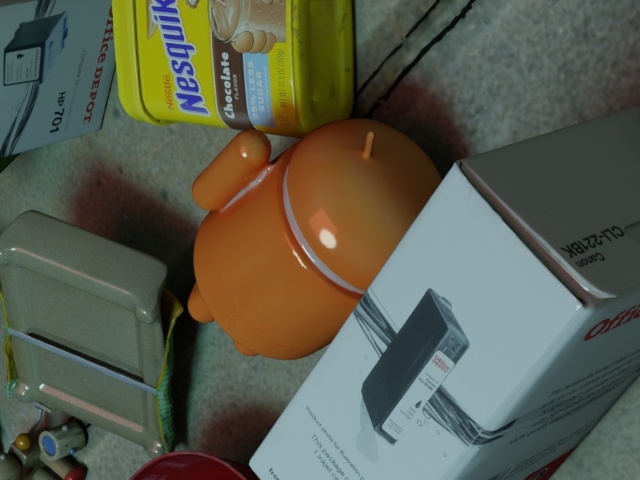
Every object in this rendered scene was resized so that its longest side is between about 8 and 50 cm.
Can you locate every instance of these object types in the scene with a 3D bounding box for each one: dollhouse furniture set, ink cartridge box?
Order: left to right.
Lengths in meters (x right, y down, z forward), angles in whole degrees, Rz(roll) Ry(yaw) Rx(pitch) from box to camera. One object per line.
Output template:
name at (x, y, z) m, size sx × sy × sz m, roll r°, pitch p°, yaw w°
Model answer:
ink cartridge box at (-0.245, -0.139, 1.261) m, size 0.082 × 0.190 × 0.139 m, roll 35°, pitch 124°, yaw 28°
dollhouse furniture set at (-0.217, 0.020, 1.374) m, size 0.301 × 0.151 × 0.197 m, roll 21°, pitch 139°, yaw 18°
ink cartridge box at (0.108, 0.063, 0.997) m, size 0.114 × 0.197 × 0.273 m, roll 49°, pitch 130°, yaw 20°

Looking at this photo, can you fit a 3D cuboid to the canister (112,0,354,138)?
canister at (-0.061, -0.138, 1.177) m, size 0.170 × 0.073 × 0.126 m, roll 10°, pitch 110°, yaw 38°

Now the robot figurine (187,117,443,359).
robot figurine at (0.002, 0.001, 1.127) m, size 0.219 × 0.128 × 0.158 m, roll -36°, pitch 76°, yaw 43°

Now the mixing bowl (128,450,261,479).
mixing bowl at (-0.065, 0.244, 1.267) m, size 0.181 × 0.098 × 0.181 m, roll 1°, pitch 91°, yaw 38°

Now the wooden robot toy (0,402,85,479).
wooden robot toy at (-0.255, 0.196, 1.450) m, size 0.076 × 0.079 × 0.173 m, roll 38°, pitch 126°, yaw 28°
